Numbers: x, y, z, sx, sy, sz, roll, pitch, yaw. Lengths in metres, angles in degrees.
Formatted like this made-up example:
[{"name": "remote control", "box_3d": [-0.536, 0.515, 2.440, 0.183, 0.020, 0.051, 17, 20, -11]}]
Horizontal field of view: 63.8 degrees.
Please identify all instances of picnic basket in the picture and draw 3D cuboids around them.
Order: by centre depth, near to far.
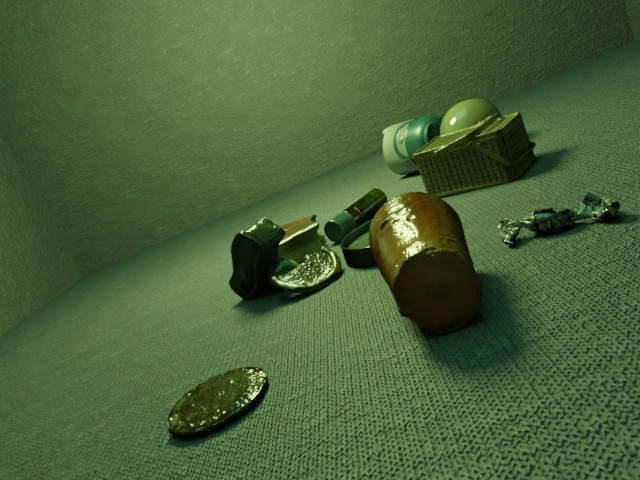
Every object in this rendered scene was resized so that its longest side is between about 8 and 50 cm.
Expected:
[{"name": "picnic basket", "box_3d": [0.480, -0.272, 1.604, 0.313, 0.175, 0.228, -11, 18, 42]}]

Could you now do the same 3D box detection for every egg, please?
[{"name": "egg", "box_3d": [0.569, -0.421, 1.938, 0.269, 0.219, 0.219, -28, 13, -31]}]

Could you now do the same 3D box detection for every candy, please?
[{"name": "candy", "box_3d": [0.462, -0.043, 1.014, 0.226, 0.051, 0.094, -16, 18, 30]}]

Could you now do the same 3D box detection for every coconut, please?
[{"name": "coconut", "box_3d": [-0.098, 0.088, 1.396, 0.088, 0.088, 0.096, -16, -12, 29]}]

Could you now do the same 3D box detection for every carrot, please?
[{"name": "carrot", "box_3d": [0.174, 0.038, 0.917, 0.196, 0.196, 0.254, -20, 16, 14]}]

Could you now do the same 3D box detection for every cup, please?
[{"name": "cup", "box_3d": [0.431, -0.391, 2.132, 0.290, 0.219, 0.257, 6, -6, -36]}]

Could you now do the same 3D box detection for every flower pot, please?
[{"name": "flower pot", "box_3d": [-0.182, 0.053, 1.428, 0.103, 0.229, 0.108, 29, 39, 18]}]

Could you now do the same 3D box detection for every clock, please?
[{"name": "clock", "box_3d": [0.185, -0.016, 1.373, 0.280, 0.055, 0.280, -23, 13, 6]}]

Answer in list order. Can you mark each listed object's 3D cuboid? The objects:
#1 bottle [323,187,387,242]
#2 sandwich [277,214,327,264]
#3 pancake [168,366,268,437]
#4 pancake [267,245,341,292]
[{"name": "bottle", "box_3d": [0.120, -0.086, 1.701, 0.082, 0.082, 0.286, -11, 18, 43]}, {"name": "sandwich", "box_3d": [-0.079, 0.000, 1.635, 0.186, 0.108, 0.220, -28, 18, -15]}, {"name": "pancake", "box_3d": [-0.184, 0.283, 0.917, 0.199, 0.021, 0.199, -22, 14, 6]}, {"name": "pancake", "box_3d": [-0.035, 0.072, 1.338, 0.184, 0.020, 0.190, 6, 37, 21]}]
